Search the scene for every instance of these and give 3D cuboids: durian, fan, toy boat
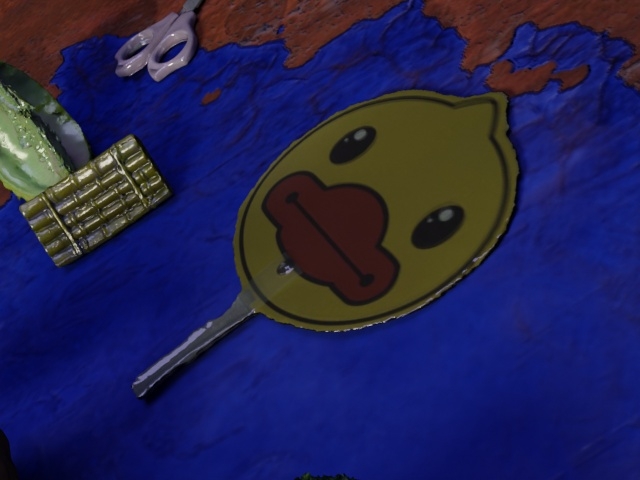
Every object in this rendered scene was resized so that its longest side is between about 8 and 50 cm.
[{"bbox_3d":[-0.253,-0.086,1.014,0.086,0.100,0.215,-41,85,-6],"label":"durian"},{"bbox_3d":[0.000,0.001,0.825,0.335,0.011,0.229,-38,40,-3],"label":"fan"},{"bbox_3d":[-0.182,-0.032,0.952,0.115,0.063,0.016,-33,3,8],"label":"toy boat"}]

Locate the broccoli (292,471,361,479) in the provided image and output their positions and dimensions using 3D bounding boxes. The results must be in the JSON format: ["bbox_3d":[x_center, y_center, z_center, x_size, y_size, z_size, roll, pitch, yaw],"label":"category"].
[{"bbox_3d":[0.015,0.202,0.528,0.195,0.156,0.195,8,35,-6],"label":"broccoli"}]

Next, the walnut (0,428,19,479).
[{"bbox_3d":[-0.286,0.170,0.709,0.225,0.225,0.261,-53,3,-17],"label":"walnut"}]

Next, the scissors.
[{"bbox_3d":[-0.126,-0.224,1.131,0.100,0.015,0.189,10,57,40],"label":"scissors"}]
